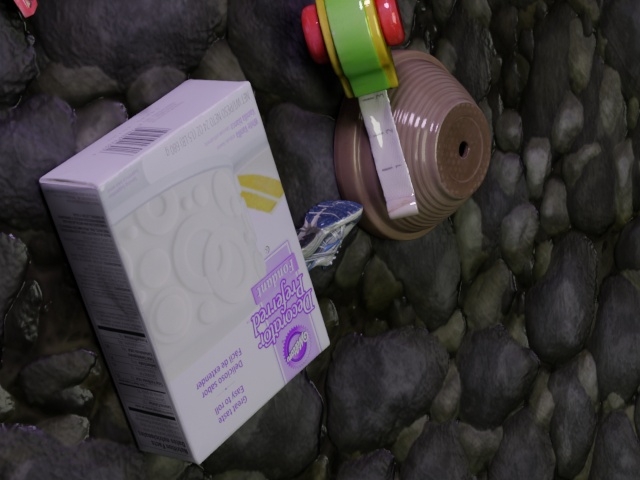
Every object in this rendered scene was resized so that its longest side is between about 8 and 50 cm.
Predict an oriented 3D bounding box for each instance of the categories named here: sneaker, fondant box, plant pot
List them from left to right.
[{"bbox_3d":[-0.132,0.028,1.699,0.238,0.096,0.330,-40,125,-40],"label":"fondant box"},{"bbox_3d":[0.000,0.000,1.896,0.135,0.052,0.058,-36,131,-33],"label":"sneaker"},{"bbox_3d":[0.131,-0.115,1.984,0.237,0.110,0.237,-7,99,-49],"label":"plant pot"}]

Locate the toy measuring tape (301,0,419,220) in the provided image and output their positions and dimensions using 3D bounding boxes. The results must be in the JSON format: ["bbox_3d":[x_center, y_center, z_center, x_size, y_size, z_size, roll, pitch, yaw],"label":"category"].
[{"bbox_3d":[0.052,-0.182,1.845,0.121,0.121,0.330,-17,95,-48],"label":"toy measuring tape"}]

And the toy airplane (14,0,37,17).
[{"bbox_3d":[-0.289,-0.291,1.520,0.151,0.028,0.151,-11,104,-50],"label":"toy airplane"}]
